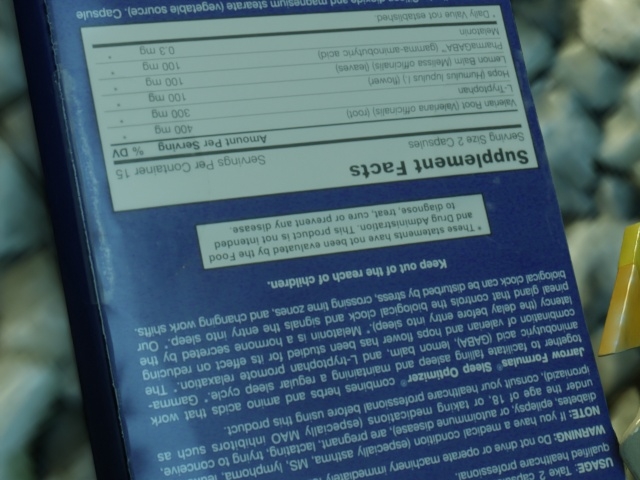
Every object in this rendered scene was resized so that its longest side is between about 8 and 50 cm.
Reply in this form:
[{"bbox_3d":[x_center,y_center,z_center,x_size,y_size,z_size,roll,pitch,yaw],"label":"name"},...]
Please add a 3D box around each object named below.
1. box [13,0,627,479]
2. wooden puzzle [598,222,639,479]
[{"bbox_3d":[0.000,0.000,0.410,0.136,0.036,0.225,-6,76,-24],"label":"box"},{"bbox_3d":[0.112,0.057,0.433,0.116,0.014,0.078,51,43,-20],"label":"wooden puzzle"}]
